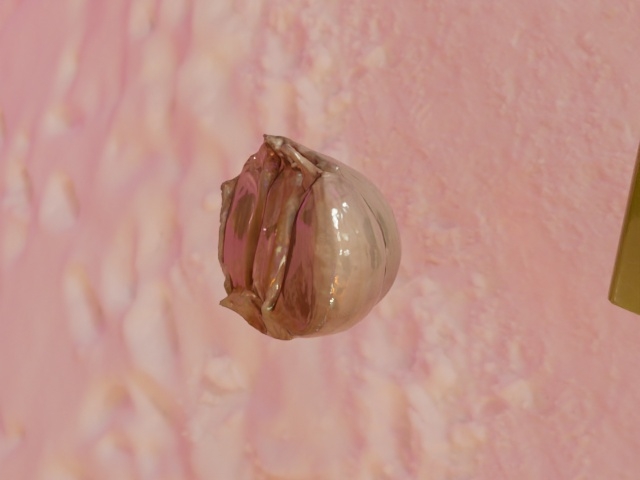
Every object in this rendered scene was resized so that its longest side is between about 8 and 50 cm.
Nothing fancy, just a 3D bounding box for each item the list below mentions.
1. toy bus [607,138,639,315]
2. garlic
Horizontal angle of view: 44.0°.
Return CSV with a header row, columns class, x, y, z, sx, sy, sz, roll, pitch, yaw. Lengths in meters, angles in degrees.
class,x,y,z,sx,sy,sz,roll,pitch,yaw
toy bus,0.355,-0.054,0.706,0.128,0.150,0.262,24,122,40
garlic,0.000,0.000,0.744,0.229,0.143,0.177,33,115,60
